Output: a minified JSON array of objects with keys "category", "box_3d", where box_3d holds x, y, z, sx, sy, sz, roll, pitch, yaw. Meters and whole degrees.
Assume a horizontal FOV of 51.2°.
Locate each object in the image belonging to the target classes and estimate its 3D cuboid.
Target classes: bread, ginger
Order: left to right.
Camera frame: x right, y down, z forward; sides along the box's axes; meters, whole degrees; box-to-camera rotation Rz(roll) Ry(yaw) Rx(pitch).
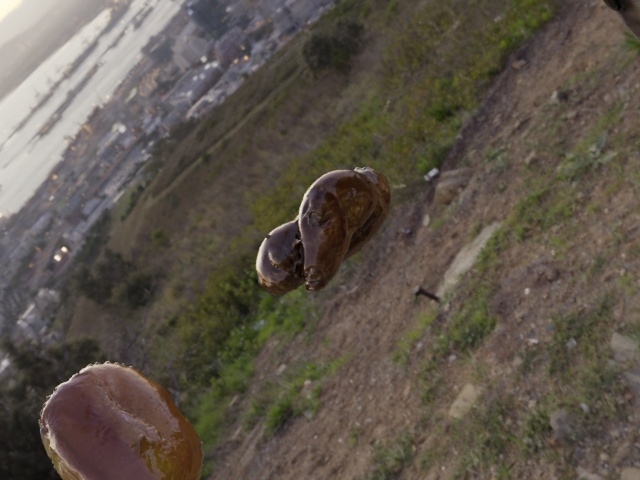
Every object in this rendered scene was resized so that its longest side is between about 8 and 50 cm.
[{"category":"bread","box_3d":[-0.216,0.223,0.730,0.132,0.190,0.114,-40,-16,-37]},{"category":"ginger","box_3d":[0.000,0.000,0.615,0.162,0.073,0.103,-45,-9,12]}]

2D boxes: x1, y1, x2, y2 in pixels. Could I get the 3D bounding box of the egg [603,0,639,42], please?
[{"category":"egg","box_3d":[0.224,-0.267,0.421,0.174,0.286,0.264,-33,4,34]}]
